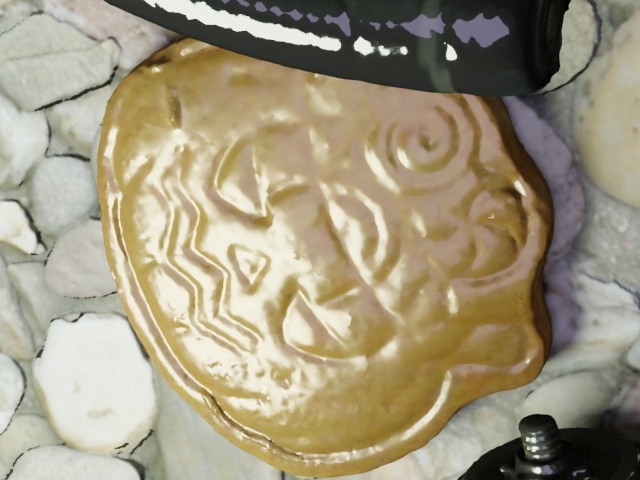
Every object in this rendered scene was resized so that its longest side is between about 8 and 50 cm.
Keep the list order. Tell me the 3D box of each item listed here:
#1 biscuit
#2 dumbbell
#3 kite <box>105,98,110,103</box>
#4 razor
[{"bbox_3d":[-0.001,0.001,1.380,0.365,0.062,0.385,-24,101,22],"label":"biscuit"},{"bbox_3d":[0.197,0.267,1.344,0.192,0.192,0.290,-9,108,20],"label":"dumbbell"},{"bbox_3d":[-0.116,-0.114,1.411,0.122,0.004,0.090,21,113,10],"label":"kite"},{"bbox_3d":[0.013,-0.208,1.233,0.349,0.204,0.113,13,142,14],"label":"razor"}]
